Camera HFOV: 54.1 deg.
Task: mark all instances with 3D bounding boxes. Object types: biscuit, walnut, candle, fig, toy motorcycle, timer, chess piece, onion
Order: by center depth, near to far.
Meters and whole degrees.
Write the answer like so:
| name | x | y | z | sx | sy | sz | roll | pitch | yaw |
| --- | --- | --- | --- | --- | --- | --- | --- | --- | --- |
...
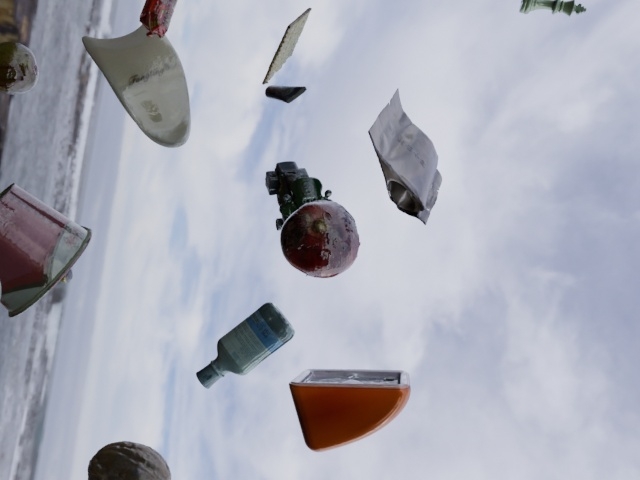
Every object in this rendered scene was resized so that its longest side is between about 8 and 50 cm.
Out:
| name | x | y | z | sx | sy | sz | roll | pitch | yaw |
| --- | --- | --- | --- | --- | --- | --- | --- | --- | --- |
| onion | 0.000 | 0.000 | 0.989 | 0.131 | 0.131 | 0.131 | -170 | -90 | -69 |
| candle | -0.272 | -0.395 | 1.060 | 0.052 | 0.052 | 0.130 | 139 | -35 | -58 |
| timer | 0.082 | 0.353 | 1.412 | 0.257 | 0.250 | 0.161 | 35 | 39 | -81 |
| toy motorcycle | -0.055 | -0.095 | 1.450 | 0.274 | 0.125 | 0.187 | -116 | -154 | -48 |
| chess piece | 0.550 | -0.555 | 1.477 | 0.059 | 0.149 | 0.059 | 11 | 90 | -82 |
| fig | -0.801 | -0.421 | 1.499 | 0.124 | 0.237 | 0.124 | -172 | -90 | -87 |
| walnut | -0.485 | 0.597 | 1.579 | 0.178 | 0.231 | 0.178 | 17 | 90 | -74 |
| biscuit | -0.088 | -0.520 | 1.675 | 0.144 | 0.016 | 0.203 | -55 | -179 | -39 |

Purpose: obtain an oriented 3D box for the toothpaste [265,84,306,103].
| name | x | y | z | sx | sy | sz | roll | pitch | yaw |
| --- | --- | --- | --- | --- | --- | --- | --- | --- | --- |
| toothpaste | -0.059 | -0.226 | 0.959 | 0.037 | 0.021 | 0.140 | -42 | -154 | -8 |

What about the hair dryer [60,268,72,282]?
| name | x | y | z | sx | sy | sz | roll | pitch | yaw |
| --- | --- | --- | --- | --- | --- | --- | --- | --- | --- |
| hair dryer | -0.741 | 0.066 | 1.519 | 0.090 | 0.279 | 0.134 | -46 | 149 | -84 |

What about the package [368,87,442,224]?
| name | x | y | z | sx | sy | sz | roll | pitch | yaw |
| --- | --- | --- | --- | --- | --- | --- | --- | --- | --- |
| package | 0.186 | -0.179 | 1.372 | 0.062 | 0.250 | 0.203 | -17 | -152 | 35 |

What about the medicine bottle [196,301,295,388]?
| name | x | y | z | sx | sy | sz | roll | pitch | yaw |
| --- | --- | --- | --- | --- | --- | --- | --- | --- | --- |
| medicine bottle | -0.154 | 0.215 | 1.247 | 0.209 | 0.090 | 0.054 | -38 | 174 | 1 |

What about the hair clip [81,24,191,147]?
| name | x | y | z | sx | sy | sz | roll | pitch | yaw |
| --- | --- | --- | --- | --- | --- | --- | --- | --- | --- |
| hair clip | -0.381 | -0.340 | 1.382 | 0.113 | 0.173 | 0.281 | 17 | -50 | 58 |

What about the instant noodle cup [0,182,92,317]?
| name | x | y | z | sx | sy | sz | roll | pitch | yaw |
| --- | --- | --- | --- | --- | --- | --- | --- | --- | --- |
| instant noodle cup | -0.602 | 0.010 | 1.246 | 0.235 | 0.178 | 0.234 | -34 | -154 | 20 |
